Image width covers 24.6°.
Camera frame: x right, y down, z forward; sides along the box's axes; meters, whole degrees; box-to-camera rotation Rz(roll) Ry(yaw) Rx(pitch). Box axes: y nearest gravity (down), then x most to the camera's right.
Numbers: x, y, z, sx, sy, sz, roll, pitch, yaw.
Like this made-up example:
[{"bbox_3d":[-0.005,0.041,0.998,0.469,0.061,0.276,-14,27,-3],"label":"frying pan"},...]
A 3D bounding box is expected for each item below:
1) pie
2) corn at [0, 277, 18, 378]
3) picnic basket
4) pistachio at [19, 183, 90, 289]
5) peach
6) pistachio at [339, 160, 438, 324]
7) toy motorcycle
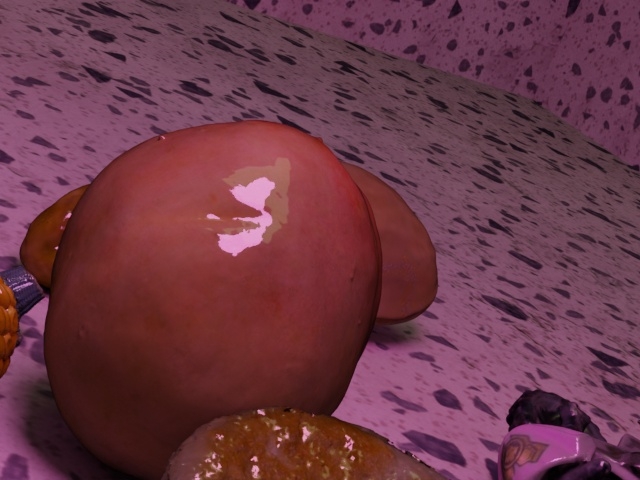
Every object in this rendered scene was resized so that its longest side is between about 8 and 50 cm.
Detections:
[{"bbox_3d":[0.017,0.238,0.941,0.323,0.070,0.323,25,37,-20],"label":"pie"},{"bbox_3d":[-0.323,0.078,0.935,0.144,0.144,0.387,30,16,19],"label":"corn"},{"bbox_3d":[-0.277,0.053,1.230,0.083,0.083,0.065,-32,45,-16],"label":"picnic basket"},{"bbox_3d":[-0.202,-0.002,1.414,0.100,0.110,0.189,-3,-2,37],"label":"pistachio"},{"bbox_3d":[-0.074,0.048,1.130,0.247,0.292,0.292,46,23,16],"label":"peach"},{"bbox_3d":[0.000,0.000,1.600,0.293,0.162,0.181,21,52,-21],"label":"pistachio"},{"bbox_3d":[0.265,0.252,1.236,0.327,0.143,0.188,46,21,22],"label":"toy motorcycle"}]
